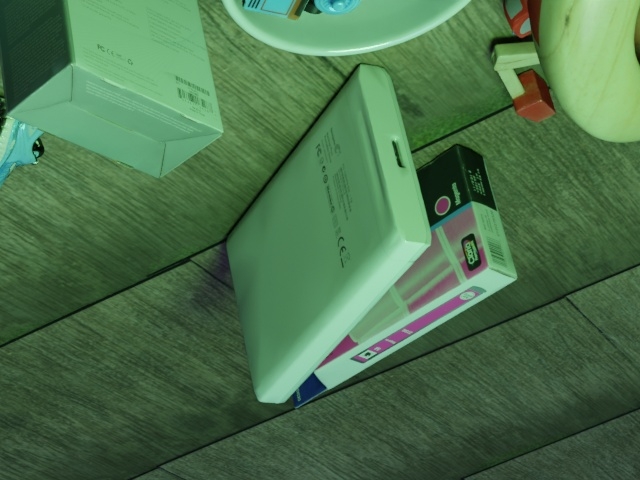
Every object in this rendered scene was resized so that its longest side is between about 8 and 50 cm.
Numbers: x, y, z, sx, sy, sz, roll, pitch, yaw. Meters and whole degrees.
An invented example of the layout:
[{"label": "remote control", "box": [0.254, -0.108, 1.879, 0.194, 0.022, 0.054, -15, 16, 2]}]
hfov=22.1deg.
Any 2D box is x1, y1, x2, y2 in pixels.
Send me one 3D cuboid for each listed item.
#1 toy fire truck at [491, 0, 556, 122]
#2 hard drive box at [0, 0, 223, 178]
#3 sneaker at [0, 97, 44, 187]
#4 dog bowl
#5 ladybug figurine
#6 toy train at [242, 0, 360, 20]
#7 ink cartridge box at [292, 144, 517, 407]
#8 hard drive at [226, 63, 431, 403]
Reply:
[{"label": "toy fire truck", "box": [0.236, -0.208, 1.782, 0.135, 0.047, 0.192, -28, 146, 26]}, {"label": "hard drive box", "box": [-0.194, -0.195, 1.461, 0.089, 0.232, 0.181, -32, 144, 30]}, {"label": "sneaker", "box": [-0.332, -0.087, 1.758, 0.073, 0.063, 0.162, 3, 147, -30]}, {"label": "dog bowl", "box": [0.028, -0.291, 1.511, 0.265, 0.104, 0.265, -9, 149, -6]}, {"label": "ladybug figurine", "box": [0.312, -0.303, 1.458, 0.305, 0.162, 0.449, -10, 131, -35]}, {"label": "toy train", "box": [0.001, -0.259, 1.375, 0.105, 0.080, 0.184, 7, 145, -20]}, {"label": "ink cartridge box", "box": [0.067, 0.050, 2.021, 0.069, 0.175, 0.371, 19, 137, -42]}, {"label": "hard drive", "box": [0.000, 0.000, 1.856, 0.047, 0.233, 0.353, 6, 145, -29]}]
